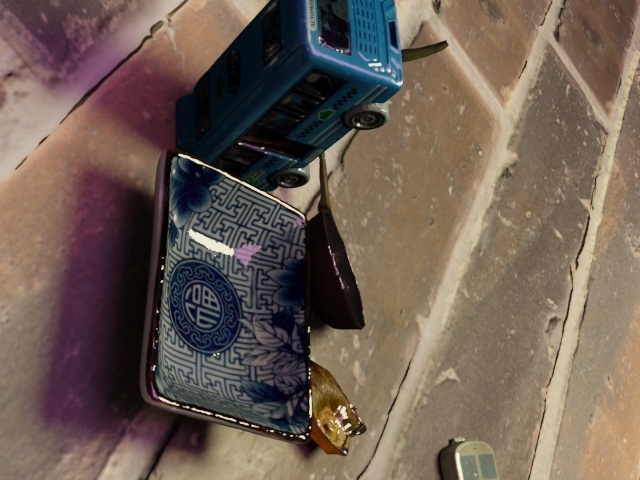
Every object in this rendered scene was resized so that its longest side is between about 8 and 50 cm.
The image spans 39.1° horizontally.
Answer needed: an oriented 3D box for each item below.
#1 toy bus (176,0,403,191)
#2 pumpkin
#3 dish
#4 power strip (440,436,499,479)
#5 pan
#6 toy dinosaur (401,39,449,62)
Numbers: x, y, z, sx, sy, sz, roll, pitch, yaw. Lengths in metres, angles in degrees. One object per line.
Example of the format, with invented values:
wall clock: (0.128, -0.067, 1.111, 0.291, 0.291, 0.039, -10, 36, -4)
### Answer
toy bus: (-0.033, -0.146, 0.872, 0.134, 0.246, 0.113, 12, 63, -32)
pumpkin: (0.002, 0.172, 0.914, 0.101, 0.035, 0.073, 57, 29, -5)
dish: (-0.097, 0.059, 0.820, 0.182, 0.080, 0.243, 26, 50, -39)
power strip: (0.187, 0.338, 1.034, 0.080, 0.029, 0.227, 9, 65, -45)
pan: (0.004, 0.011, 0.975, 0.202, 0.048, 0.128, -96, 169, -49)
toy dinosaur: (0.058, -0.272, 1.082, 0.087, 0.179, 0.187, 32, 47, -35)
